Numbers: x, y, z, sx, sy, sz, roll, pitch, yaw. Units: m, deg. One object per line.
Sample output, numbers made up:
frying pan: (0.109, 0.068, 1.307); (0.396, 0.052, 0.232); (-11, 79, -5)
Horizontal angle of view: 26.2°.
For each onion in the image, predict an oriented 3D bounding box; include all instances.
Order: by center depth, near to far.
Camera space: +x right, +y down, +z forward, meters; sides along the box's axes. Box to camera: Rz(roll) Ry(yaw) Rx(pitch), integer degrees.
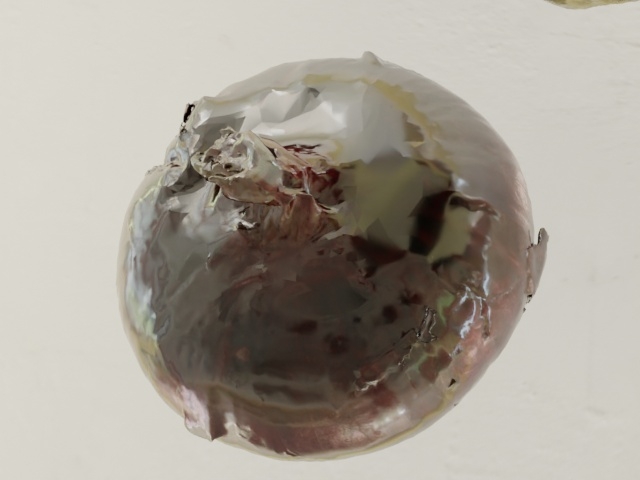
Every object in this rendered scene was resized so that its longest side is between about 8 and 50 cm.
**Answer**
onion: (0.000, 0.000, 0.965); (0.314, 0.232, 0.314); (-6, -120, 11)

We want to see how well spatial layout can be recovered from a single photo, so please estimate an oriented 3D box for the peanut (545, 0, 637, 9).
peanut: (0.213, -0.228, 0.730); (0.298, 0.136, 0.120); (-40, -106, -13)
